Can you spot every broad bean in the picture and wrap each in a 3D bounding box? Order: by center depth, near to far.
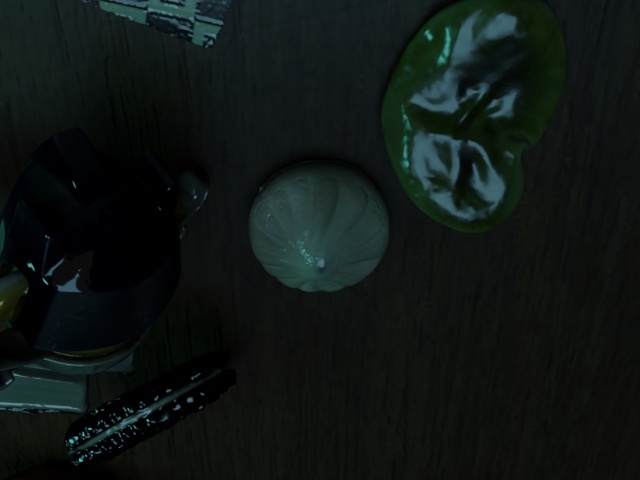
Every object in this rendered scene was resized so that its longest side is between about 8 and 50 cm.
[{"bbox_3d":[0.131,-0.112,0.690,0.153,0.072,0.207,3,114,-5],"label":"broad bean"}]

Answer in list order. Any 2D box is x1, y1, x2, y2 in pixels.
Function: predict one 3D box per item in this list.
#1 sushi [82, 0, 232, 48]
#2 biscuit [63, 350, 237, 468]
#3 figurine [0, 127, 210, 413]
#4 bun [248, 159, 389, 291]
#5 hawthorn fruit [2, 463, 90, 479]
[{"bbox_3d":[-0.136,-0.259,0.595,0.192,0.040,0.210,18,123,-12],"label":"sushi"},{"bbox_3d":[-0.175,0.174,0.824,0.194,0.194,0.053,-31,84,20],"label":"biscuit"},{"bbox_3d":[-0.200,0.035,0.672,0.143,0.308,0.309,30,121,-5],"label":"figurine"},{"bbox_3d":[0.000,0.000,0.747,0.138,0.094,0.138,-2,127,-2],"label":"bun"},{"bbox_3d":[-0.324,0.361,0.966,0.173,0.179,0.173,-26,158,-11],"label":"hawthorn fruit"}]
